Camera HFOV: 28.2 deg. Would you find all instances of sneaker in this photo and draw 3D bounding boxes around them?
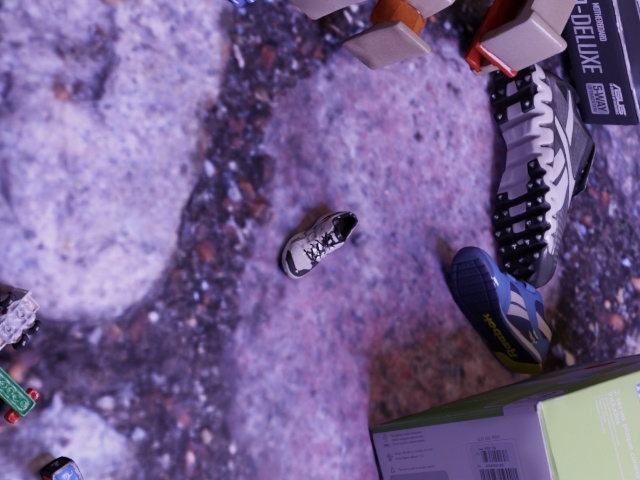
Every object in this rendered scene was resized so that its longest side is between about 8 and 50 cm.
[{"bbox_3d":[0.227,-0.064,1.251,0.106,0.078,0.234,11,70,-33],"label":"sneaker"},{"bbox_3d":[0.171,0.057,1.197,0.059,0.053,0.144,-49,118,-34],"label":"sneaker"},{"bbox_3d":[0.000,0.000,1.087,0.032,0.037,0.083,53,55,-17],"label":"sneaker"}]

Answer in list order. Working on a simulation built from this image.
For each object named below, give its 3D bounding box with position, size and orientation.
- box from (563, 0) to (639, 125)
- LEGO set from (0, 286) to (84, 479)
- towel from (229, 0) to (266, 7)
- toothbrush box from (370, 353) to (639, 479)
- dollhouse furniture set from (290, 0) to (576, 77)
[{"bbox_3d":[0.370,-0.296,1.374,0.307,0.076,0.242,-35,118,-36],"label":"box"},{"bbox_3d":[-0.275,0.122,0.854,0.244,0.060,0.182,3,89,-36],"label":"LEGO set"},{"bbox_3d":[-0.086,-0.392,1.125,0.243,0.040,0.336,38,57,-23],"label":"towel"},{"bbox_3d":[0.221,0.177,1.106,0.283,0.206,0.122,-8,84,-38],"label":"toothbrush box"},{"bbox_3d":[0.110,-0.263,1.171,0.259,0.135,0.262,37,68,-24],"label":"dollhouse furniture set"}]
